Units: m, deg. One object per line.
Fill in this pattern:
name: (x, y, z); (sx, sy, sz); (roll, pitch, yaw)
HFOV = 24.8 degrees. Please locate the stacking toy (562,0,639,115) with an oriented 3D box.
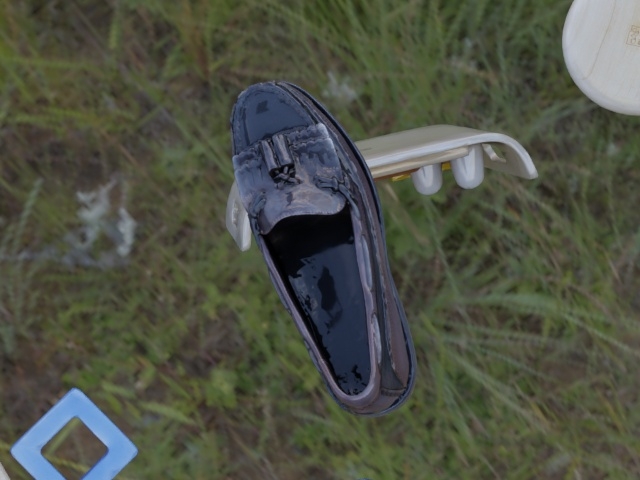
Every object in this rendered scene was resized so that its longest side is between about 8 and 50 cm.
stacking toy: (0.329, -0.193, 1.488); (0.141, 0.330, 0.141); (1, 93, 14)

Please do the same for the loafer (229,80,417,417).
loafer: (0.000, 0.000, 1.199); (0.109, 0.095, 0.302); (-23, 81, 11)

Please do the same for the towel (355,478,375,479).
towel: (0.039, 0.252, 1.390); (0.029, 0.067, 0.119); (-67, 13, -24)

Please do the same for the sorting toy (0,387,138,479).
sorting toy: (-0.260, 0.235, 0.927); (0.348, 0.196, 0.047); (-30, 6, -14)

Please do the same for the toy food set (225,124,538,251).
toy food set: (0.054, -0.052, 1.540); (0.306, 0.092, 0.220); (-13, 9, -6)
